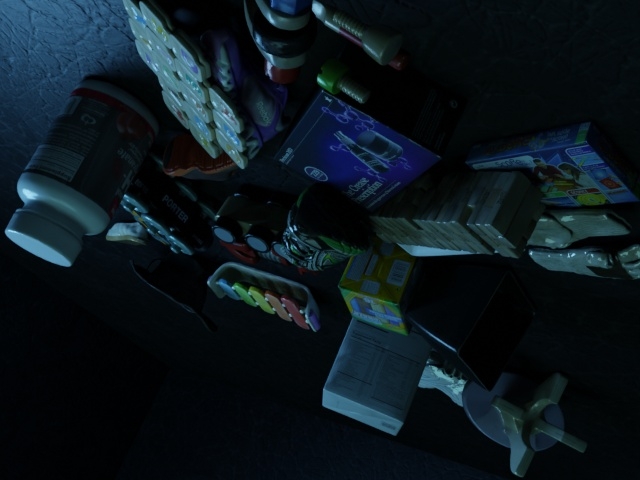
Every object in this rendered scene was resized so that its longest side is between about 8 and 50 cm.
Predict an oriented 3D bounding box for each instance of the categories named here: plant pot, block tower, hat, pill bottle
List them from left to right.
[{"bbox_3d":[-0.442,-0.121,1.489,0.176,0.319,0.176,21,160,8],"label":"pill bottle"},{"bbox_3d":[-0.375,0.113,2.251,0.331,0.134,0.331,38,172,6],"label":"hat"},{"bbox_3d":[0.185,-0.045,1.230,0.091,0.097,0.335,38,166,-29],"label":"block tower"},{"bbox_3d":[0.277,0.148,1.563,0.167,0.187,0.188,23,163,40],"label":"plant pot"}]

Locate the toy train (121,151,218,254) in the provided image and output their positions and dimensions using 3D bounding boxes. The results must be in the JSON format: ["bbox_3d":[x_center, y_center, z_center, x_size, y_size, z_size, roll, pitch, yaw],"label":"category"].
[{"bbox_3d":[-0.362,-0.089,1.755,0.190,0.142,0.334,21,161,37],"label":"toy train"}]

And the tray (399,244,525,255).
[{"bbox_3d":[0.213,-0.024,1.407,0.145,0.030,0.270,36,157,-30],"label":"tray"}]

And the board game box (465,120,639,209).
[{"bbox_3d":[0.318,-0.095,1.109,0.136,0.035,0.201,37,156,-30],"label":"board game box"}]

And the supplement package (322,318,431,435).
[{"bbox_3d":[0.143,0.291,1.917,0.198,0.263,0.199,21,160,8],"label":"supplement package"}]

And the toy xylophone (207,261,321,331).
[{"bbox_3d":[-0.130,0.157,2.157,0.322,0.081,0.236,14,157,28],"label":"toy xylophone"}]

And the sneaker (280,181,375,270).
[{"bbox_3d":[0.000,0.000,1.368,0.134,0.146,0.343,58,-175,10],"label":"sneaker"}]

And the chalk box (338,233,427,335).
[{"bbox_3d":[0.136,0.100,1.651,0.132,0.132,0.213,16,157,20],"label":"chalk box"}]

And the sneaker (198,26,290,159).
[{"bbox_3d":[-0.102,-0.226,1.184,0.095,0.104,0.236,59,172,33],"label":"sneaker"}]

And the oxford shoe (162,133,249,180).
[{"bbox_3d":[-0.184,-0.158,1.471,0.098,0.097,0.271,15,173,-36],"label":"oxford shoe"}]

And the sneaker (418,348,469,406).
[{"bbox_3d":[0.328,0.341,2.069,0.297,0.111,0.129,11,150,30],"label":"sneaker"}]

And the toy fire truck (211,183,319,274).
[{"bbox_3d":[-0.077,0.005,1.677,0.217,0.158,0.246,14,147,25],"label":"toy fire truck"}]

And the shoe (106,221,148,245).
[{"bbox_3d":[-0.524,-0.021,2.215,0.076,0.058,0.219,14,173,-35],"label":"shoe"}]

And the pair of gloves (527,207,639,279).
[{"bbox_3d":[0.386,0.010,1.230,0.204,0.042,0.240,2,159,41],"label":"pair of gloves"}]

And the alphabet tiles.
[{"bbox_3d":[-0.204,-0.233,1.206,0.278,0.021,0.284,47,164,14],"label":"alphabet tiles"}]

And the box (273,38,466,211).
[{"bbox_3d":[0.060,-0.155,1.162,0.184,0.103,0.261,30,159,-8],"label":"box"}]

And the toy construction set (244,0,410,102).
[{"bbox_3d":[-0.029,-0.292,0.825,0.237,0.257,0.309,36,174,18],"label":"toy construction set"}]

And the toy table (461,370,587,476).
[{"bbox_3d":[0.486,0.420,1.920,0.274,0.252,0.161,16,177,-11],"label":"toy table"}]
